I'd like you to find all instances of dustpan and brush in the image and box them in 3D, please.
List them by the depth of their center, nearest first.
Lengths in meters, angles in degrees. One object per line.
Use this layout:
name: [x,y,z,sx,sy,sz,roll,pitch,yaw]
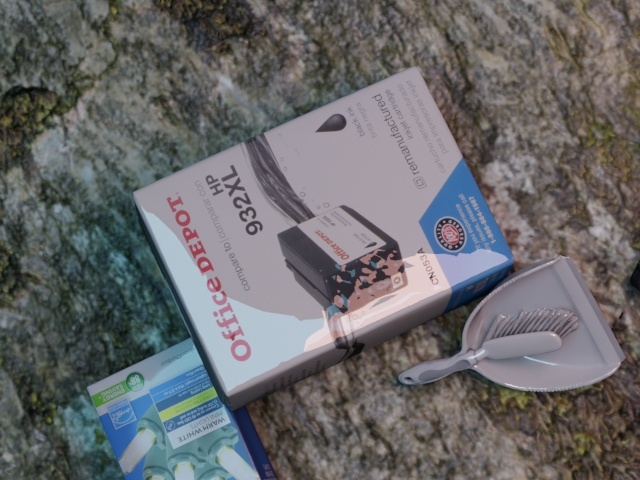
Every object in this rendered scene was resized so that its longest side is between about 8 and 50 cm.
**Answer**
dustpan and brush: [0.173,0.104,1.603,0.211,0.060,0.147,-14,121,33]

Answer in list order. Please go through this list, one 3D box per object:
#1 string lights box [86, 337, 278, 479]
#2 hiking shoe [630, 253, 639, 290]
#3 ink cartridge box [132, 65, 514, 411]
string lights box: [-0.121,0.241,1.657,0.133,0.077,0.260,-26,79,7]
hiking shoe: [0.347,0.002,1.575,0.114,0.086,0.227,-22,81,6]
ink cartridge box: [0.000,0.000,1.594,0.307,0.129,0.223,-25,80,-7]
